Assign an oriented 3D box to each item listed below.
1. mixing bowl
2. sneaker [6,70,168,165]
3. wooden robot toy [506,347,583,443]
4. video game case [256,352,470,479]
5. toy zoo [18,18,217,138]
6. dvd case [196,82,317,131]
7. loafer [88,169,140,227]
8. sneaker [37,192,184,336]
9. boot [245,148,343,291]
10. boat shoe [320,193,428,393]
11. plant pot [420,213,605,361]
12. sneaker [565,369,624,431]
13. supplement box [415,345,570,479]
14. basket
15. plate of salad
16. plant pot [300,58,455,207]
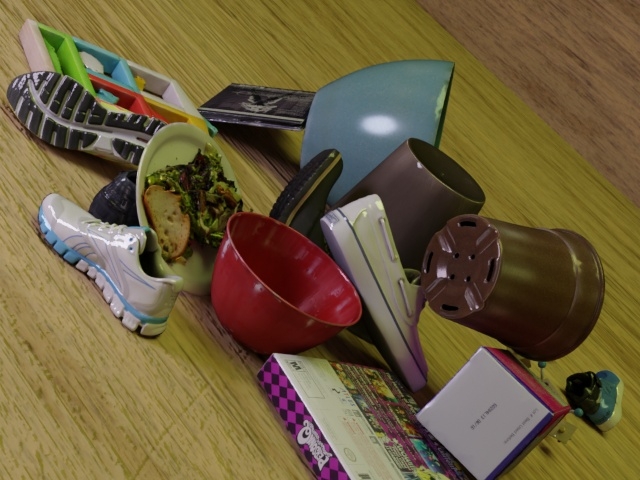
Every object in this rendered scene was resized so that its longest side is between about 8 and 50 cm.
[{"bbox_3d":[-0.053,0.064,1.243,0.181,0.098,0.181,32,22,-15],"label":"mixing bowl"},{"bbox_3d":[-0.279,-0.137,1.347,0.209,0.081,0.094,24,-4,-15],"label":"sneaker"},{"bbox_3d":[0.304,0.230,1.554,0.173,0.076,0.079,58,-7,41],"label":"wooden robot toy"},{"bbox_3d":[0.062,0.223,1.182,0.210,0.042,0.232,15,31,-47],"label":"video game case"},{"bbox_3d":[-0.260,-0.193,1.529,0.293,0.030,0.192,20,28,-38],"label":"toy zoo"},{"bbox_3d":[-0.088,-0.210,1.746,0.165,0.018,0.221,8,19,8],"label":"dvd case"},{"bbox_3d":[-0.181,-0.053,1.304,0.076,0.078,0.223,44,22,14],"label":"loafer"},{"bbox_3d":[-0.208,0.005,1.142,0.191,0.083,0.071,42,23,14],"label":"sneaker"},{"bbox_3d":[0.000,0.000,1.367,0.137,0.198,0.077,37,-7,-15],"label":"boot"},{"bbox_3d":[0.088,0.066,1.332,0.258,0.084,0.095,66,-10,-25],"label":"boat shoe"},{"bbox_3d":[0.219,0.046,1.317,0.165,0.167,0.167,18,29,-38],"label":"plant pot"},{"bbox_3d":[0.420,0.224,1.723,0.084,0.058,0.152,44,27,-8],"label":"sneaker"},{"bbox_3d":[0.207,0.200,1.298,0.114,0.111,0.220,44,7,18],"label":"supplement box"},{"bbox_3d":[0.093,-0.009,1.447,0.204,0.227,0.154,41,21,8],"label":"basket"},{"bbox_3d":[-0.135,-0.037,1.258,0.200,0.048,0.199,25,60,-54],"label":"plate of salad"},{"bbox_3d":[0.079,-0.147,1.694,0.196,0.290,0.290,13,21,6],"label":"plant pot"}]
